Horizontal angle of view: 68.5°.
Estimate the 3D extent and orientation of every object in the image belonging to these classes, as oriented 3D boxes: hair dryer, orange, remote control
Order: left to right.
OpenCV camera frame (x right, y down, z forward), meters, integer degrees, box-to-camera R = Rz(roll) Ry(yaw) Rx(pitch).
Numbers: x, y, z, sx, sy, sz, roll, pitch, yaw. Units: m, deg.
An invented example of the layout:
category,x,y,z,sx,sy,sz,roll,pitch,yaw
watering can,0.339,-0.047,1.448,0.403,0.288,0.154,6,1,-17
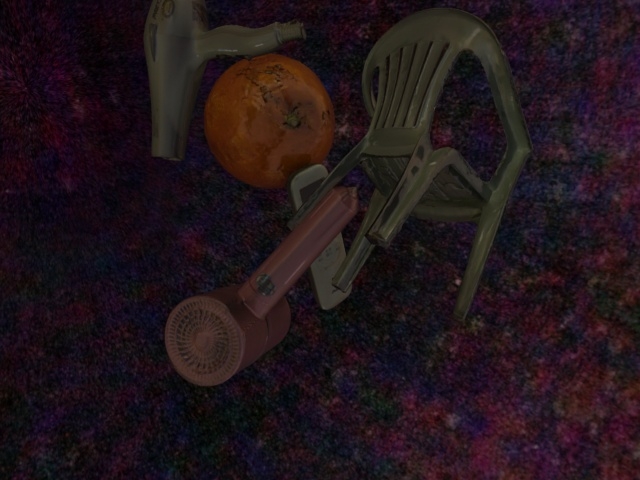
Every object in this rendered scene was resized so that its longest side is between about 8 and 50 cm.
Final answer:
category,x,y,z,sx,sy,sz,roll,pitch,yaw
hair dryer,-0.144,-0.192,0.585,0.088,0.224,0.219,-4,121,-63
orange,-0.095,-0.221,0.886,0.245,0.246,0.247,-10,111,-29
hair dryer,-0.056,0.053,0.711,0.352,0.125,0.210,-46,170,13
remote control,0.001,0.000,0.899,0.090,0.038,0.310,-30,126,-26

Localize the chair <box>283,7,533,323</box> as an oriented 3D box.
category,x,y,z,sx,sy,sz,roll,pitch,yaw
chair,0.099,-0.086,0.526,0.190,0.203,0.275,45,65,-37
